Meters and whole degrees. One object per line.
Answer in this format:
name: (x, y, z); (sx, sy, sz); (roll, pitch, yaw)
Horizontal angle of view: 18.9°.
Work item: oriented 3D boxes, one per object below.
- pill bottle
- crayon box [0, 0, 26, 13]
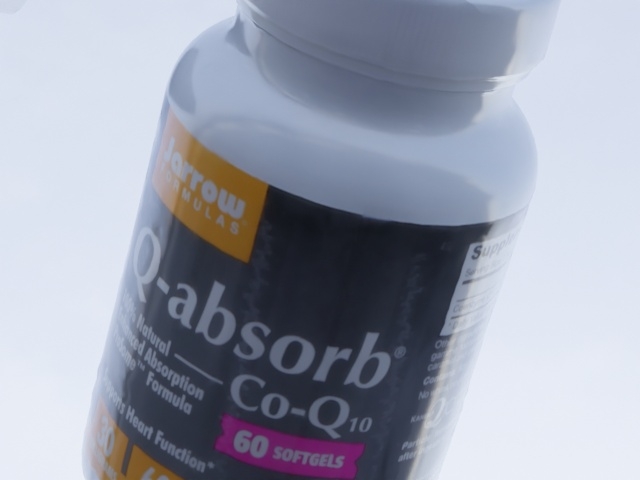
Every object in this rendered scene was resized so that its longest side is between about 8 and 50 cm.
pill bottle: (0.000, 0.000, 0.815); (0.162, 0.162, 0.278); (15, -64, -1)
crayon box: (-0.279, -0.175, 0.951); (0.278, 0.081, 0.165); (7, 1, -12)
